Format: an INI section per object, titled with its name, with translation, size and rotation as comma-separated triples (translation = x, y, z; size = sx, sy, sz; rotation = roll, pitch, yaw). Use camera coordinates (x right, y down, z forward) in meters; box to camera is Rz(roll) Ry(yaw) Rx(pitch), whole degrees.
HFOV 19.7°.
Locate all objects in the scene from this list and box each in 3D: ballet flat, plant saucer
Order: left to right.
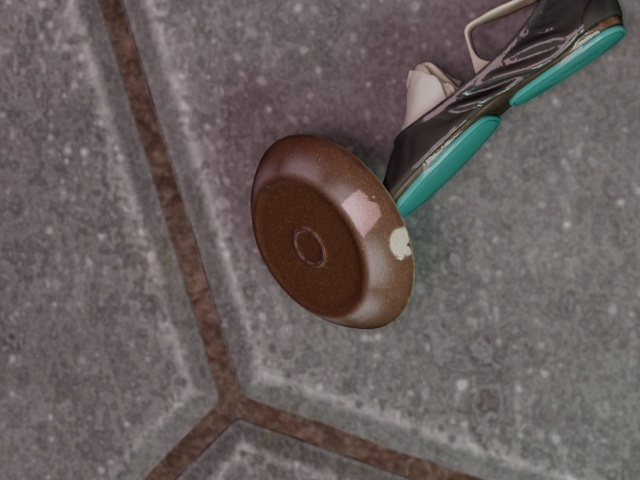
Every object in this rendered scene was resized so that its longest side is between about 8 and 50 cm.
[plant saucer]
translation = 0.000, 0.000, 1.689
size = 0.198, 0.036, 0.199
rotation = 28, 134, 34
[ballet flat]
translation = 0.144, -0.138, 1.646
size = 0.280, 0.095, 0.096
rotation = -39, 76, 10
